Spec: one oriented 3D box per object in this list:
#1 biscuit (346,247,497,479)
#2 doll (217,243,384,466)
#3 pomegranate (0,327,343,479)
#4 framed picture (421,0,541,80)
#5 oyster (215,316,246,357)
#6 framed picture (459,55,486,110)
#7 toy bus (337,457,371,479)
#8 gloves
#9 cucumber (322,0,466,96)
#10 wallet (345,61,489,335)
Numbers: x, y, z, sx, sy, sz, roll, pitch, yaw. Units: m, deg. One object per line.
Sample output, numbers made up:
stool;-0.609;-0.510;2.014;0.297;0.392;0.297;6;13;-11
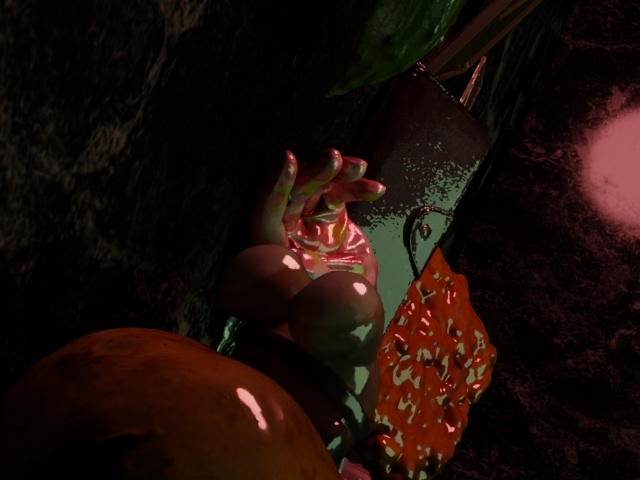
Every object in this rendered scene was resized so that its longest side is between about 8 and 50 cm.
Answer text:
biscuit;0.096;0.143;1.617;0.318;0.110;0.312;61;42;-23
doll;-0.068;0.168;0.978;0.330;0.235;0.174;-53;137;-13
pomegranate;-0.105;0.185;0.756;0.260;0.260;0.260;-61;168;-22
framed picture;0.249;-0.307;1.721;0.247;0.022;0.335;-43;177;20
oyster;-0.090;0.105;1.269;0.100;0.037;0.098;-37;138;-24
framed picture;0.252;-0.236;2.184;0.149;0.011;0.109;-62;169;-18
toy bus;-0.006;0.494;2.103;0.294;0.197;0.232;-60;163;-18
gloves;-0.009;-0.003;1.195;0.145;0.126;0.241;-55;137;-24
cucumber;0.068;-0.225;1.069;0.244;0.134;0.134;-59;172;23
wallet;0.082;-0.039;1.471;0.045;0.172;0.318;6;-119;54
